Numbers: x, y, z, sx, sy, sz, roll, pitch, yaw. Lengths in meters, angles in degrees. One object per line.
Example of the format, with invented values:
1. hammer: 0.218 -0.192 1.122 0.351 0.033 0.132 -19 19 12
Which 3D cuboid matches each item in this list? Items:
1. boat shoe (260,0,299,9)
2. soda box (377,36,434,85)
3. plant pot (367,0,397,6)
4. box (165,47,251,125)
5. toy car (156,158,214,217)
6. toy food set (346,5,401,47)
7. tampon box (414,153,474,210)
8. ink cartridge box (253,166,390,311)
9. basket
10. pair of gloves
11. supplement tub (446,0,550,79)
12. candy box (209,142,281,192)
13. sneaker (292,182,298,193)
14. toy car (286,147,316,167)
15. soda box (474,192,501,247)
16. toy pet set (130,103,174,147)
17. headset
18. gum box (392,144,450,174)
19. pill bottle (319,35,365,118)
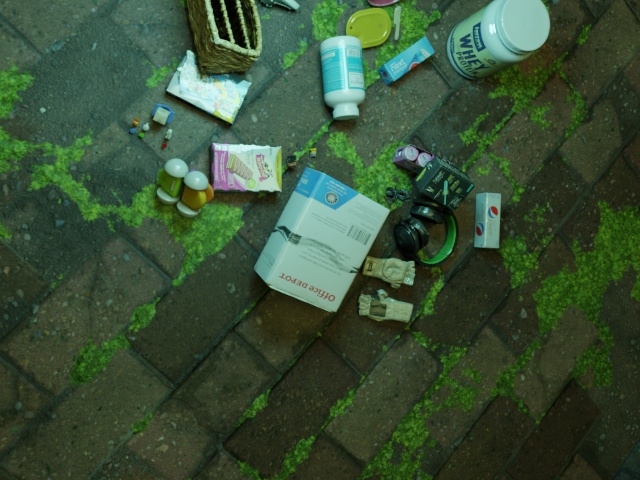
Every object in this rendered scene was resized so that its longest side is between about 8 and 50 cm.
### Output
1. boat shoe: -0.176 -0.836 1.823 0.219 0.077 0.070 24 116 -23
2. soda box: 0.318 -0.665 1.991 0.210 0.067 0.071 -38 102 -14
3. plant pot: 0.226 -0.969 1.899 0.201 0.201 0.180 -16 81 -18
4. box: -0.367 -0.503 1.771 0.233 0.044 0.159 25 82 -17
5. toy car: -0.423 -0.177 1.714 0.182 0.136 0.159 32 125 7
6. toy food set: 0.181 -0.775 1.948 0.218 0.071 0.128 -16 120 -16
7. tampon box: 0.442 -0.207 1.922 0.161 0.101 0.120 26 117 -21
8. ink cartridge box: 0.000 0.000 1.786 0.285 0.166 0.394 27 93 -27
9. basket: -0.283 -0.704 1.680 0.214 0.223 0.299 -10 84 -24
10. pair of gloves: 0.243 0.180 1.975 0.204 0.042 0.240 5 95 -6
11. supplement tub: 0.643 -0.742 1.964 0.235 0.325 0.235 0 91 -19
12. candy box: -0.250 -0.240 1.802 0.234 0.071 0.159 -1 91 -19
13. sneaker: -0.037 -0.107 1.883 0.128 0.087 0.221 13 99 -27
14. toy car: -0.063 -0.281 1.876 0.122 0.060 0.040 -16 128 -11
15. soda box: 0.656 -0.077 2.113 0.069 0.074 0.216 3 90 -19
16. toy pet set: -0.527 -0.379 1.723 0.122 0.065 0.114 25 118 -15
17. headset: 0.375 -0.062 1.959 0.394 0.185 0.243 41 78 -27
18. gum box: 0.368 -0.292 1.993 0.188 0.107 0.062 20 84 -18
19. pill bottle: 0.079 -0.560 1.869 0.146 0.146 0.264 -5 93 -19
